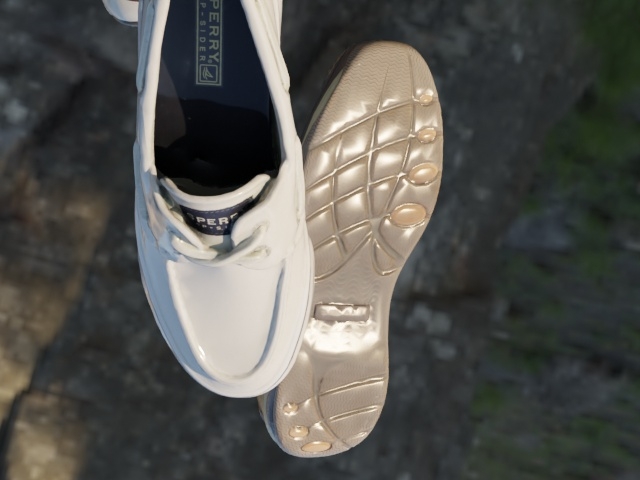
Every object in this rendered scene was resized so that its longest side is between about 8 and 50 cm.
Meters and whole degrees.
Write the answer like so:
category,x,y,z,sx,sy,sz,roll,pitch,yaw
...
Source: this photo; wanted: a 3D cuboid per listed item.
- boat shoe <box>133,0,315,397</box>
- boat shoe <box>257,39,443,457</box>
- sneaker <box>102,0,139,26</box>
category,x,y,z,sx,sy,sz,roll,pitch,yaw
boat shoe,-0.054,-0.028,0.858,0.095,0.258,0.084,-6,-156,4
boat shoe,0.000,0.000,1.480,0.132,0.355,0.130,8,-168,-29
sneaker,-0.058,-0.256,1.144,0.281,0.106,0.162,-21,118,22
